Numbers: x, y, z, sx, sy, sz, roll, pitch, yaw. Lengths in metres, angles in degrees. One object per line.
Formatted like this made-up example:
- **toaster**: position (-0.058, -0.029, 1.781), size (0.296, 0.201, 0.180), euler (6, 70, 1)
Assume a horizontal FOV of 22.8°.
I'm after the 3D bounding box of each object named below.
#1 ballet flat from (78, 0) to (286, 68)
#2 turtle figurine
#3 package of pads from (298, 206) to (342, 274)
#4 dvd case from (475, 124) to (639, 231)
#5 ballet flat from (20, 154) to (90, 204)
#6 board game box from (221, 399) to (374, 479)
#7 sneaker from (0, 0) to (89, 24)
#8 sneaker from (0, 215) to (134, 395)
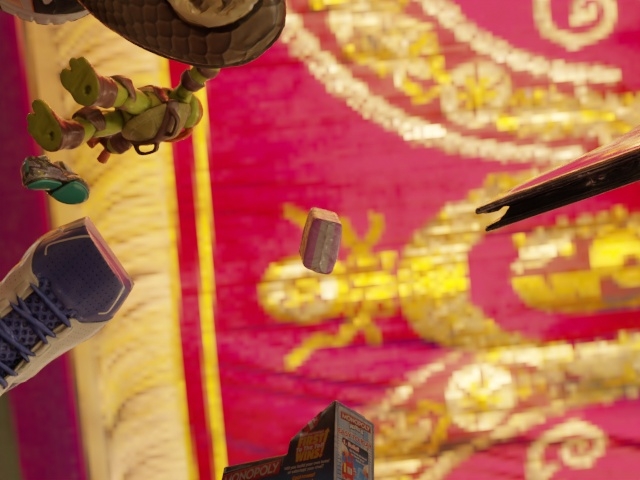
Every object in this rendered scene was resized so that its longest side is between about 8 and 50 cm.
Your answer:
- **ballet flat**: position (-0.110, -0.175, 0.770), size (0.250, 0.084, 0.058), euler (47, -19, 23)
- **turtle figurine**: position (-0.198, -0.129, 1.667), size (0.217, 0.269, 0.087), euler (-6, 71, -52)
- **package of pads**: position (0.000, 0.000, 1.469), size (0.083, 0.032, 0.050), euler (-115, -140, -81)
- **dvd case**: position (0.201, -0.061, 0.845), size (0.221, 0.164, 0.018), euler (-26, 95, -52)
- **ballet flat**: position (-0.268, -0.065, 1.613), size (0.114, 0.041, 0.041), euler (25, 57, -69)
- **board game box**: position (-0.020, 0.258, 1.520), size (0.060, 0.194, 0.194), euler (36, 54, -33)
- **sneaker**: position (-0.168, -0.148, 0.856), size (0.044, 0.109, 0.040), euler (105, -5, -49)
- **sneaker**: position (-0.345, 0.122, 1.680), size (0.127, 0.315, 0.182), euler (53, 15, -16)
